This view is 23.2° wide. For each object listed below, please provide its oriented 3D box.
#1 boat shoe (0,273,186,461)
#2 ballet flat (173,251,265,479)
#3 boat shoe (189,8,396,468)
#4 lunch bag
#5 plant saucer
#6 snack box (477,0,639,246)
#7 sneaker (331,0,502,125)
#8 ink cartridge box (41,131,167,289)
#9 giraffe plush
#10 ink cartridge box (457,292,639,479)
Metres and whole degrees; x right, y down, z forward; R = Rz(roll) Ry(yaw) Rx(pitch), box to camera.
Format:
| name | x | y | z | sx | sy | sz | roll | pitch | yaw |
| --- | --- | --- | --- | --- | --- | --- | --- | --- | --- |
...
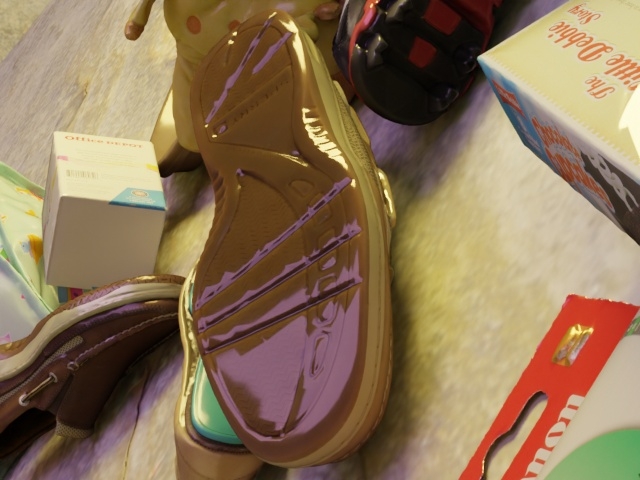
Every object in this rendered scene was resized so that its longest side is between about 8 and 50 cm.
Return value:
| name | x | y | z | sx | sy | sz | roll | pitch | yaw |
| --- | --- | --- | --- | --- | --- | --- | --- | --- | --- |
| boat shoe | -0.192 | 0.111 | 1.238 | 0.257 | 0.095 | 0.095 | -28 | 70 | 32 |
| ballet flat | -0.059 | 0.078 | 0.992 | 0.232 | 0.080 | 0.073 | -79 | 2 | -55 |
| boat shoe | 0.000 | 0.000 | 0.933 | 0.122 | 0.110 | 0.341 | -29 | 43 | 22 |
| lunch bag | -0.312 | 0.084 | 1.427 | 0.223 | 0.160 | 0.262 | -44 | 38 | 15 |
| plant saucer | -0.087 | -0.177 | 1.450 | 0.278 | 0.041 | 0.278 | -59 | 14 | 25 |
| snack box | 0.192 | -0.064 | 0.597 | 0.187 | 0.060 | 0.322 | -32 | 21 | 1 |
| sneaker | 0.097 | -0.206 | 1.064 | 0.276 | 0.098 | 0.135 | -56 | 22 | -3 |
| ink cartridge box | -0.193 | -0.030 | 1.372 | 0.143 | 0.092 | 0.090 | -110 | 30 | -59 |
| giraffe plush | -0.026 | -0.163 | 1.215 | 0.170 | 0.210 | 0.181 | 11 | 59 | 37 |
| ink cartridge box | 0.101 | 0.091 | 0.635 | 0.181 | 0.056 | 0.225 | -57 | 22 | -10 |
